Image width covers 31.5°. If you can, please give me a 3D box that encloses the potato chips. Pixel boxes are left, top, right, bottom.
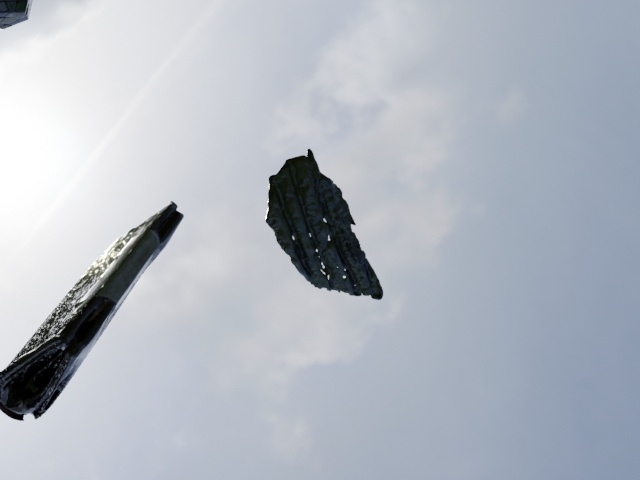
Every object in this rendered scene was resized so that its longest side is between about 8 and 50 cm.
[{"bbox_3d":[0.000,0.000,1.261,0.092,0.208,0.028,-31,-151,-8],"label":"potato chips"}]

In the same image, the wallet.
[{"bbox_3d":[-0.261,0.083,1.279,0.221,0.071,0.262,-54,-171,-36],"label":"wallet"}]

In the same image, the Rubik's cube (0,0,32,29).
[{"bbox_3d":[-0.471,-0.365,1.668,0.093,0.111,0.111,15,-110,53],"label":"Rubik's cube"}]
